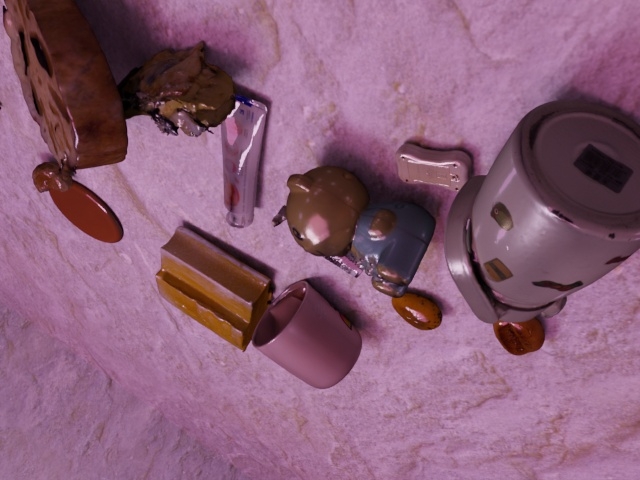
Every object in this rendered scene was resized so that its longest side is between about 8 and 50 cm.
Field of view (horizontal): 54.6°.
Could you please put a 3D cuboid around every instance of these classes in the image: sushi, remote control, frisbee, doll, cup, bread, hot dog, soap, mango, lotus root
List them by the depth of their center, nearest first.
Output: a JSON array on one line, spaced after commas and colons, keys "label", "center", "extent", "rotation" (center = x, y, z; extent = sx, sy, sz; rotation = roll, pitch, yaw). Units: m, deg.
[{"label": "remote control", "center": [0.179, -0.116, 0.981], "extent": [0.122, 0.032, 0.074], "rotation": [13, 142, 26]}, {"label": "doll", "center": [0.060, -0.028, 1.077], "extent": [0.261, 0.161, 0.177], "rotation": [25, 168, 9]}, {"label": "sushi", "center": [-0.251, -0.260, 1.086], "extent": [0.291, 0.139, 0.131], "rotation": [12, 148, 46]}, {"label": "lotus root", "center": [-0.472, -0.298, 1.126], "extent": [0.390, 0.111, 0.374], "rotation": [26, 133, 52]}, {"label": "hot dog", "center": [0.369, 0.161, 1.161], "extent": [0.090, 0.060, 0.140], "rotation": [-9, 135, 41]}, {"label": "mango", "center": [0.198, 0.144, 1.283], "extent": [0.114, 0.057, 0.079], "rotation": [28, 152, 23]}, {"label": "cup", "center": [-0.032, 0.225, 1.486], "extent": [0.200, 0.191, 0.253], "rotation": [41, 176, -18]}, {"label": "soap", "center": [-0.269, 0.122, 1.579], "extent": [0.281, 0.143, 0.259], "rotation": [31, 145, 12]}, {"label": "bread", "center": [-0.702, -0.169, 1.623], "extent": [0.113, 0.060, 0.082], "rotation": [4, 122, 27]}, {"label": "frisbee", "center": [-0.664, -0.080, 1.749], "extent": [0.251, 0.021, 0.250], "rotation": [23, 147, 17]}]

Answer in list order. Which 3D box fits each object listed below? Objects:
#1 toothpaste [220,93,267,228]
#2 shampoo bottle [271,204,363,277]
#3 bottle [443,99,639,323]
[{"label": "toothpaste", "center": [-0.154, -0.149, 1.195], "extent": [0.100, 0.066, 0.323], "rotation": [26, 142, 13]}, {"label": "shampoo bottle", "center": [0.001, -0.001, 1.251], "extent": [0.208, 0.063, 0.057], "rotation": [33, 138, 1]}, {"label": "bottle", "center": [0.293, -0.012, 0.871], "extent": [0.229, 0.229, 0.351], "rotation": [29, 150, 7]}]
